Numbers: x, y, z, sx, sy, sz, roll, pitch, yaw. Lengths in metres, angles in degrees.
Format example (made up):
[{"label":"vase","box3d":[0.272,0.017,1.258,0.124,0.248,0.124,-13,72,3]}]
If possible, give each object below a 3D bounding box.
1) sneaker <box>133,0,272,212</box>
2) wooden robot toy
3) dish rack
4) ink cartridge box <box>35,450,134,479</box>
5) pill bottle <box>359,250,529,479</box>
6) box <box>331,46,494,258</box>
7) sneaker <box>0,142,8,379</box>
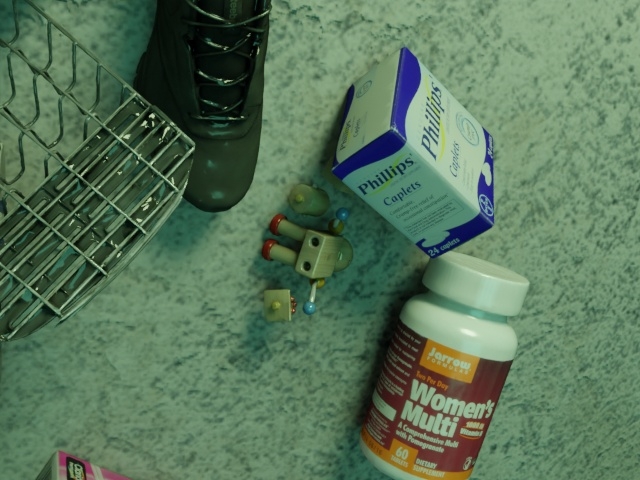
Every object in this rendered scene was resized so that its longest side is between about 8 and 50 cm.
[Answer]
[{"label":"sneaker","box3d":[-0.088,-0.156,0.563,0.109,0.130,0.286,-8,109,-21]},{"label":"wooden robot toy","box3d":[0.000,0.000,0.690,0.079,0.076,0.173,6,106,-58]},{"label":"dish rack","box3d":[-0.231,-0.071,0.483,0.272,0.074,0.208,40,71,-1]},{"label":"ink cartridge box","box3d":[-0.096,0.331,0.676,0.371,0.176,0.069,35,90,-26]},{"label":"pill bottle","box3d":[0.127,0.128,0.731,0.121,0.121,0.221,13,101,-23]},{"label":"box","box3d":[0.088,-0.079,0.647,0.137,0.126,0.072,38,131,-25]},{"label":"sneaker","box3d":[-0.343,0.073,0.547,0.182,0.127,0.315,4,97,-18]}]
